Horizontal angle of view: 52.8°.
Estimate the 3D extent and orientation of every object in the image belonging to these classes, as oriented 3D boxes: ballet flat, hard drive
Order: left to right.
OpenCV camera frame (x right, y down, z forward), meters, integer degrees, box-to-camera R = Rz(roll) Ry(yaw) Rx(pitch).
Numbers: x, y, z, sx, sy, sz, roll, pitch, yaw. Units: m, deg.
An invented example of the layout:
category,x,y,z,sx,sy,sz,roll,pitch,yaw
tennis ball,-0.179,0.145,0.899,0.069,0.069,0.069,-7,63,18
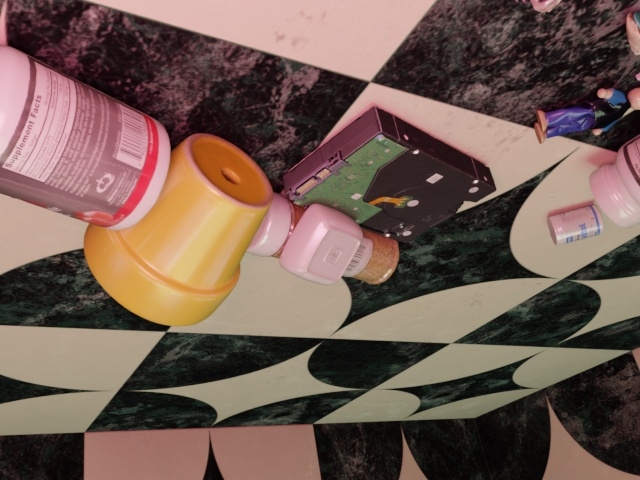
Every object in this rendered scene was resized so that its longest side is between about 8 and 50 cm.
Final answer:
category,x,y,z,sx,sy,sz,roll,pitch,yaw
hard drive,0.131,-0.106,1.182,0.338,0.064,0.236,16,142,-41
ballet flat,0.500,-0.294,0.971,0.168,0.057,0.052,9,156,-31

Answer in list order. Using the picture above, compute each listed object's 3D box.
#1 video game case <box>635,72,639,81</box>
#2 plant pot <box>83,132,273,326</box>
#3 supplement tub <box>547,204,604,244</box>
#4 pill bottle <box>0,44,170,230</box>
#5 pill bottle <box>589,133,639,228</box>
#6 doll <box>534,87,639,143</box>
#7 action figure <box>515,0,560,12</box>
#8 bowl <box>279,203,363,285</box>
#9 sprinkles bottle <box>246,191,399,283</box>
category,x,y,z,sx,sy,sz,roll,pitch,yaw
video game case,0.596,-0.277,1.079,0.122,0.011,0.087,15,143,-39
plant pot,-0.208,-0.030,1.036,0.253,0.254,0.239,18,127,-42
supplement tub,0.577,-0.035,1.458,0.107,0.071,0.071,-16,152,10
pill bottle,-0.369,-0.138,0.830,0.176,0.177,0.318,-29,147,30
pill bottle,0.655,-0.144,1.186,0.162,0.162,0.278,11,145,-35
doll,0.469,-0.220,1.104,0.188,0.046,0.129,-14,153,7
action figure,0.226,-0.342,0.699,0.275,0.141,0.164,-24,161,20
bowl,0.011,0.017,1.168,0.142,0.053,0.142,22,102,-44
sprinkles bottle,0.000,0.000,1.269,0.355,0.121,0.121,17,142,-41
